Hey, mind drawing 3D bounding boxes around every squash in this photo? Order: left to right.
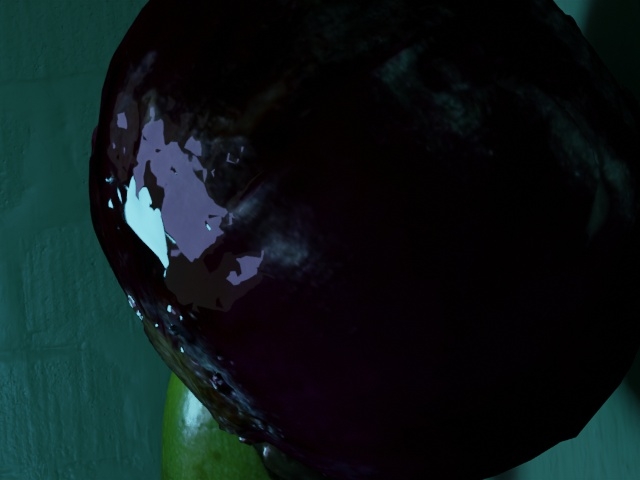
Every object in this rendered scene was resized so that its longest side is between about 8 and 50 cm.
[{"bbox_3d":[-0.062,0.213,1.289,0.234,0.210,0.309,-105,22,-63],"label":"squash"}]

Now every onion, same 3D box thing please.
[{"bbox_3d":[0.053,0.001,0.656,0.260,0.282,0.337,39,159,32],"label":"onion"}]

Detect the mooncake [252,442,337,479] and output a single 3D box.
[{"bbox_3d":[0.035,0.112,1.043,0.124,0.228,0.228,-152,57,-72],"label":"mooncake"}]
